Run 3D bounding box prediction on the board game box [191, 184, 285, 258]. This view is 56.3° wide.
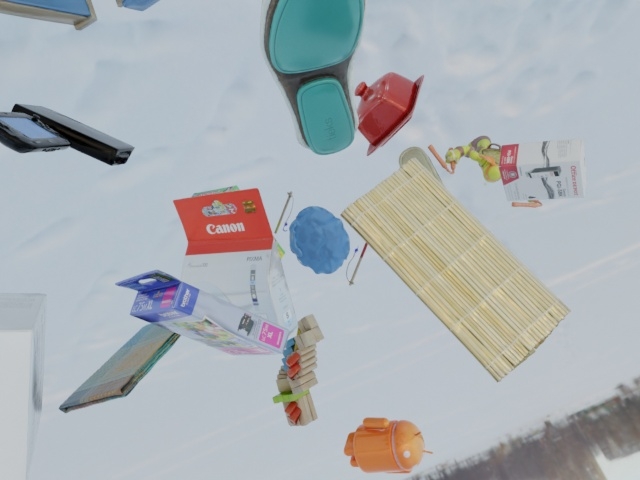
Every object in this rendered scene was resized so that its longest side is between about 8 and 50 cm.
[{"bbox_3d":[-0.289,-0.047,2.080,0.214,0.046,0.317,-5,131,38],"label":"board game box"}]

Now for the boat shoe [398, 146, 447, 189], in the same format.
[{"bbox_3d":[0.233,-0.083,1.261,0.084,0.233,0.079,-20,165,10],"label":"boat shoe"}]

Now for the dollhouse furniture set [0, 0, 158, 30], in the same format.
[{"bbox_3d":[-0.366,-0.493,0.877,0.303,0.286,0.198,-17,-177,27],"label":"dollhouse furniture set"}]

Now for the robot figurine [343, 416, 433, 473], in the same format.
[{"bbox_3d":[0.170,0.528,1.536,0.219,0.158,0.128,-15,166,25],"label":"robot figurine"}]

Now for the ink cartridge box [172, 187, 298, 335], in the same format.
[{"bbox_3d":[-0.247,0.072,1.559,0.308,0.385,0.091,-4,-161,33],"label":"ink cartridge box"}]

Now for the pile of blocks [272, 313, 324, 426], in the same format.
[{"bbox_3d":[-0.087,0.400,1.800,0.149,0.362,0.113,11,-169,31],"label":"pile of blocks"}]

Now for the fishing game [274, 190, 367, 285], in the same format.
[{"bbox_3d":[0.000,0.000,1.548,0.041,0.264,0.189,-29,144,-53],"label":"fishing game"}]

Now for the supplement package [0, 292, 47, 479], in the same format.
[{"bbox_3d":[-0.474,0.184,0.777,0.199,0.198,0.263,3,-176,-22],"label":"supplement package"}]

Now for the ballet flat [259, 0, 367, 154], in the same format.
[{"bbox_3d":[-0.014,-0.267,0.816,0.139,0.139,0.400,-22,157,-5],"label":"ballet flat"}]

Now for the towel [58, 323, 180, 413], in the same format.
[{"bbox_3d":[-0.509,0.324,1.643,0.271,0.040,0.370,-21,-163,32],"label":"towel"}]

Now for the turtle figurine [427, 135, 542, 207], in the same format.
[{"bbox_3d":[0.368,-0.175,1.317,0.217,0.270,0.087,-59,174,-65],"label":"turtle figurine"}]

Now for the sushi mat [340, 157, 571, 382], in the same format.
[{"bbox_3d":[0.188,0.032,0.833,0.151,0.316,0.019,-39,168,-21],"label":"sushi mat"}]

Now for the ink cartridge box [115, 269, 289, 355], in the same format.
[{"bbox_3d":[-0.238,0.153,1.180,0.311,0.065,0.186,33,150,-33],"label":"ink cartridge box"}]

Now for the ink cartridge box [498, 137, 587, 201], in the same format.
[{"bbox_3d":[0.395,-0.123,1.059,0.135,0.056,0.099,-1,143,29],"label":"ink cartridge box"}]

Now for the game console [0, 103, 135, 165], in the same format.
[{"bbox_3d":[-0.491,-0.194,1.102,0.361,0.213,0.044,-95,-151,-79],"label":"game console"}]

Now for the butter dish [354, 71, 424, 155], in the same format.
[{"bbox_3d":[0.123,-0.287,1.249,0.118,0.160,0.160,34,136,-13],"label":"butter dish"}]
